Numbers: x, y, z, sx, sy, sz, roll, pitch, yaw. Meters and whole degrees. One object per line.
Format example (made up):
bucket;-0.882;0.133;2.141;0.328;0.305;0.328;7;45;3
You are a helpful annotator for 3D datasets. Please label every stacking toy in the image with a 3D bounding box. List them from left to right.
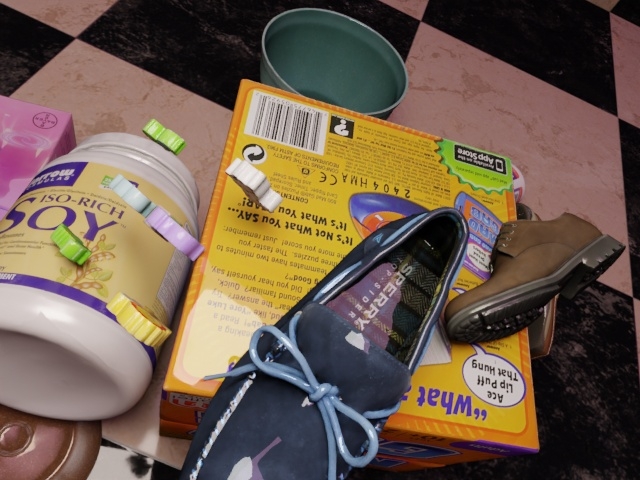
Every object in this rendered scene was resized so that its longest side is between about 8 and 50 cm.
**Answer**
stacking toy;-0.160;-0.025;0.474;0.221;0.052;0.167;32;77;36

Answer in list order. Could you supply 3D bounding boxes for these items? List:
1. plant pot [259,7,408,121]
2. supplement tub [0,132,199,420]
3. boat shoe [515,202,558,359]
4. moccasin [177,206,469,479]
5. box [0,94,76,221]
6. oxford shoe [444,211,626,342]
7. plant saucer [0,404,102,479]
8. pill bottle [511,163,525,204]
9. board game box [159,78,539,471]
plant pot;0.005;-0.297;1.031;0.293;0.196;0.293;9;56;-15
supplement tub;-0.300;0.034;0.666;0.241;0.241;0.331;16;45;-10
boat shoe;0.423;0.076;0.992;0.120;0.122;0.324;25;56;-24
moccasin;0.008;0.085;0.392;0.137;0.117;0.342;34;59;1
box;-0.523;-0.101;0.764;0.213;0.117;0.243;13;56;-11
oxford shoe;0.201;0.033;0.518;0.227;0.083;0.096;-22;56;-28
plant saucer;-0.385;0.253;0.636;0.198;0.036;0.199;9;56;-13
pill bottle;0.334;-0.097;1.076;0.193;0.108;0.108;-20;67;-29
board game box;0.009;0.084;0.671;0.356;0.356;0.356;14;60;-12
